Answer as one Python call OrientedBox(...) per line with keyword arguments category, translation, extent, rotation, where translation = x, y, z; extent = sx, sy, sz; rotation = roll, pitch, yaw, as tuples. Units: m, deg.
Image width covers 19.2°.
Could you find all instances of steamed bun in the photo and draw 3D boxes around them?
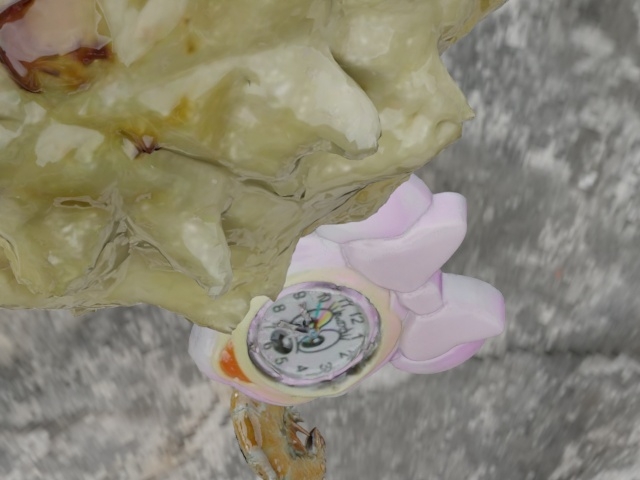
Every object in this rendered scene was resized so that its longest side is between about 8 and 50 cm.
OrientedBox(category="steamed bun", translation=(-0.061, -0.068, 0.543), extent=(0.292, 0.295, 0.137), rotation=(-3, 41, -17))

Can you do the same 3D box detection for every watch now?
OrientedBox(category="watch", translation=(0.000, 0.000, 1.534), extent=(0.248, 0.211, 0.217), rotation=(-20, 37, 4))

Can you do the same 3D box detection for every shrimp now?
OrientedBox(category="shrimp", translation=(-0.038, 0.174, 1.766), extent=(0.052, 0.187, 0.132), rotation=(-20, 104, 20))
